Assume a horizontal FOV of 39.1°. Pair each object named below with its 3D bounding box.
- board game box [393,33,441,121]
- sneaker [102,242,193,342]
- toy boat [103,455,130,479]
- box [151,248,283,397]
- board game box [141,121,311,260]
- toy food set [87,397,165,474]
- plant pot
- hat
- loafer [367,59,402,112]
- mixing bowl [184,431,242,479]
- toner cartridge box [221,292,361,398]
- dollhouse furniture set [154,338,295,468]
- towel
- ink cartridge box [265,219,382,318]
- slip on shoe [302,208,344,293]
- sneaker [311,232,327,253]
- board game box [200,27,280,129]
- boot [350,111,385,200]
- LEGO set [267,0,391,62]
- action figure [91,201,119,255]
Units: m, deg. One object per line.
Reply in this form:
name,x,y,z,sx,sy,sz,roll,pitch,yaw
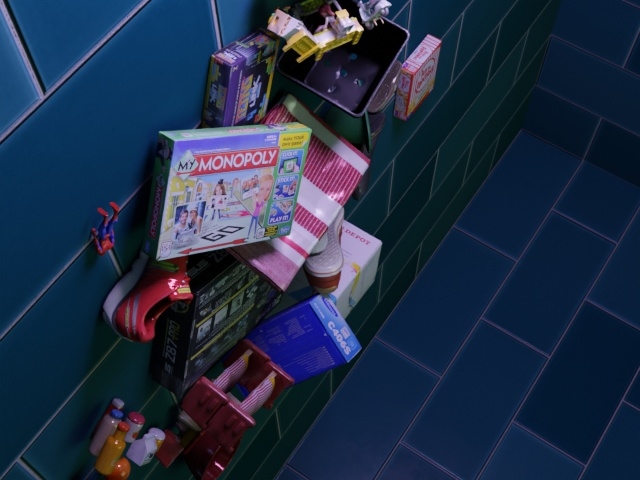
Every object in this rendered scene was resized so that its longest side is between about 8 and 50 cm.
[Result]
board game box,0.258,-0.434,2.417,0.146,0.045,0.193,-51,162,-25
sneaker,-0.267,0.060,1.611,0.279,0.118,0.107,-58,164,-5
toy boat,-0.445,0.538,1.936,0.231,0.151,0.151,87,8,-62
box,-0.194,0.107,1.946,0.395,0.097,0.318,-43,154,-45
board game box,-0.157,-0.091,1.564,0.317,0.046,0.213,-12,123,-46
toy food set,-0.387,0.384,1.828,0.104,0.111,0.232,-62,161,9
plant pot,0.043,-0.343,1.741,0.188,0.187,0.167,-59,175,-4
hat,0.013,-0.263,2.037,0.208,0.184,0.173,-99,179,-54
loafer,0.161,-0.373,2.220,0.148,0.056,0.050,-57,157,-6
mixing bowl,-0.299,0.553,2.400,0.181,0.098,0.181,-52,163,-24
toner cartridge box,-0.082,0.255,2.122,0.348,0.165,0.075,-28,-173,38
dollhouse furniture set,-0.244,0.414,2.044,0.374,0.152,0.201,-51,174,35
towel,-0.070,-0.097,1.756,0.329,0.237,0.037,-55,-162,-14
ink cartridge box,-0.002,0.096,2.303,0.270,0.198,0.197,-49,160,-30
slip on shoe,0.000,0.000,2.102,0.331,0.123,0.101,-96,-177,-53
sneaker,-0.020,-0.036,1.886,0.090,0.115,0.232,-65,150,-20
board game box,-0.139,-0.263,1.554,0.141,0.048,0.170,-45,158,-44
boot,0.107,-0.209,2.209,0.198,0.077,0.137,-54,144,-30
LEGO set,-0.017,-0.390,1.566,0.287,0.107,0.132,-22,166,-42
action figure,-0.342,-0.014,1.428,0.038,0.030,0.115,-37,158,-40
